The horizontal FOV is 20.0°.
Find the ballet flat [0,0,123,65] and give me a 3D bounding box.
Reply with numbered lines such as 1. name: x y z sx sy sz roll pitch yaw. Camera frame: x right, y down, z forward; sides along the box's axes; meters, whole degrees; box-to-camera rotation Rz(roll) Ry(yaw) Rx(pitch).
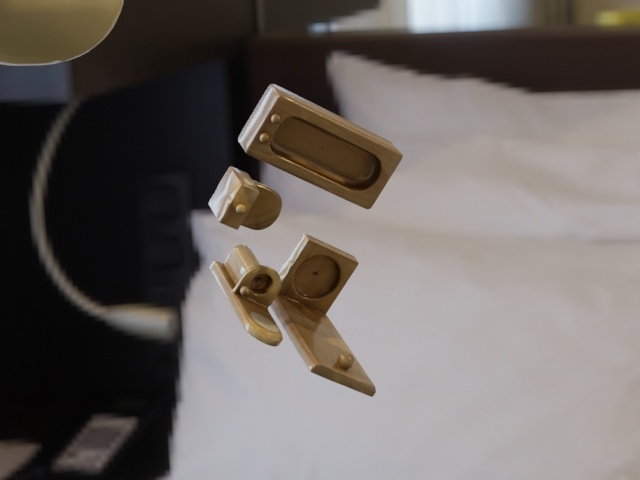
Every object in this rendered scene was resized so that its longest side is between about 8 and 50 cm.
1. ballet flat: -0.182 -0.126 0.617 0.248 0.086 0.086 29 6 -13

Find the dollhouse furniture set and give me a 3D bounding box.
1. dollhouse furniture set: 0.000 0.000 1.311 0.144 0.151 0.123 24 16 -29
